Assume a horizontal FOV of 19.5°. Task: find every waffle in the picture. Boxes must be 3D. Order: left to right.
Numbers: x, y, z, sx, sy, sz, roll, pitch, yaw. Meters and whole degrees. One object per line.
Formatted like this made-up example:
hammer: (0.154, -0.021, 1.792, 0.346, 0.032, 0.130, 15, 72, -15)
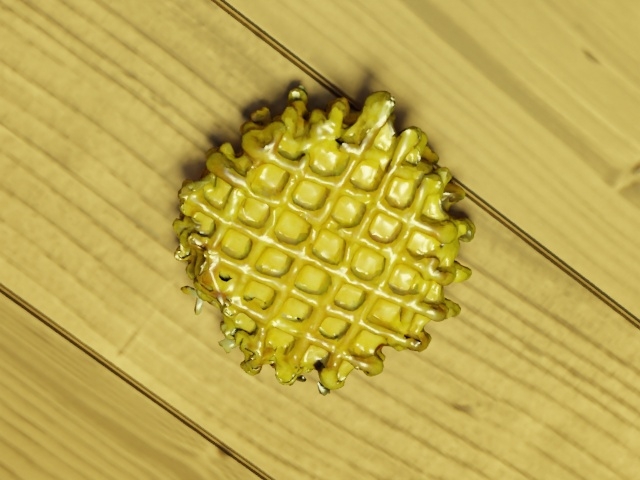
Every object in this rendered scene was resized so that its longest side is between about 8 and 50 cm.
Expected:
waffle: (0.000, 0.000, 1.231, 0.197, 0.070, 0.193, -29, 105, 11)
